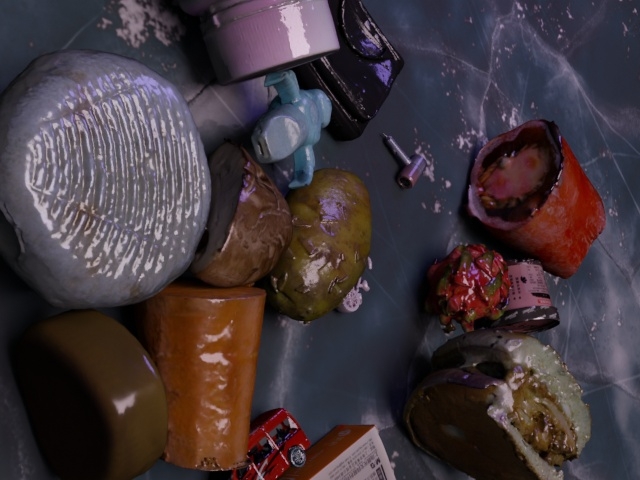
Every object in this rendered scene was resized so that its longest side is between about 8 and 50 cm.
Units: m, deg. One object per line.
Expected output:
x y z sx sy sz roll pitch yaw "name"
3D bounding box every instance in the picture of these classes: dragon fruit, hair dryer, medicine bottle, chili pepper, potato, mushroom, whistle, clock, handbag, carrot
0.271 0.095 1.898 0.172 0.160 0.166 -22 131 -42 "dragon fruit"
0.149 -0.158 1.897 0.114 0.037 0.063 49 53 -18 "hair dryer"
-0.107 -0.408 1.537 0.241 0.241 0.302 -25 101 -44 "medicine bottle"
0.471 -0.070 2.065 0.305 0.229 0.251 37 41 -34 "chili pepper"
0.000 0.000 1.641 0.176 0.141 0.298 47 54 -34 "potato"
-0.112 -0.023 1.493 0.151 0.156 0.285 37 31 -27 "mushroom"
-0.051 -0.186 1.609 0.274 0.093 0.186 -55 135 -63 "whistle"
0.050 0.062 1.750 0.087 0.041 0.129 1 77 -41 "clock"
0.036 -0.344 1.784 0.275 0.088 0.244 51 48 -24 "handbag"
-0.175 0.186 1.435 0.196 0.196 0.254 0 94 -45 "carrot"

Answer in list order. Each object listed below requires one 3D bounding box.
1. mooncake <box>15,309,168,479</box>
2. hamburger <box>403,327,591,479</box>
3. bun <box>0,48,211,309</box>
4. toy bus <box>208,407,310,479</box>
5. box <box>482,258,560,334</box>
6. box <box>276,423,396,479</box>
-0.280 0.199 1.270 0.117 0.235 0.235 -20 97 -44 "mooncake"
0.303 0.305 1.793 0.318 0.277 0.195 55 54 -29 "hamburger"
-0.307 -0.076 1.312 0.354 0.194 0.354 14 70 -46 "bun"
-0.106 0.341 1.520 0.195 0.081 0.089 -36 98 -42 "toy bus"
0.394 0.113 2.012 0.151 0.151 0.135 10 68 -43 "box"
0.018 0.451 1.612 0.274 0.091 0.220 -27 103 -44 "box"
